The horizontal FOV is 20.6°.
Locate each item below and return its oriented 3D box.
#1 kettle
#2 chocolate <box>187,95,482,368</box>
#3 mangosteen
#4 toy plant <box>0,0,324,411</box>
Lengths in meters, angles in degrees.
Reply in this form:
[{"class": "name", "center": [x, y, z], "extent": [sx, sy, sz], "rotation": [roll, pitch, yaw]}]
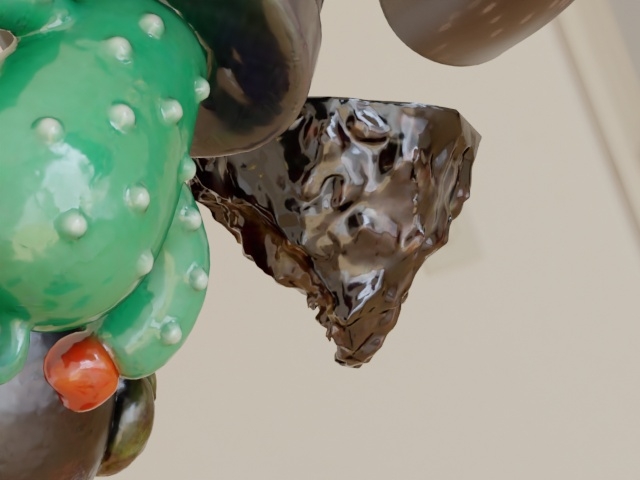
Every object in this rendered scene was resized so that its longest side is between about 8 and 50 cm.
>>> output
[{"class": "kettle", "center": [0.131, -0.246, 1.396], "extent": [0.144, 0.202, 0.232], "rotation": [-69, 14, -16]}, {"class": "chocolate", "center": [0.000, 0.000, 1.238], "extent": [0.206, 0.177, 0.224], "rotation": [1, -6, 13]}, {"class": "mangosteen", "center": [-0.259, 0.091, 1.265], "extent": [0.313, 0.297, 0.297], "rotation": [-18, 3, -5]}, {"class": "toy plant", "center": [-0.099, -0.087, 0.915], "extent": [0.185, 0.279, 0.400], "rotation": [13, 50, 11]}]
